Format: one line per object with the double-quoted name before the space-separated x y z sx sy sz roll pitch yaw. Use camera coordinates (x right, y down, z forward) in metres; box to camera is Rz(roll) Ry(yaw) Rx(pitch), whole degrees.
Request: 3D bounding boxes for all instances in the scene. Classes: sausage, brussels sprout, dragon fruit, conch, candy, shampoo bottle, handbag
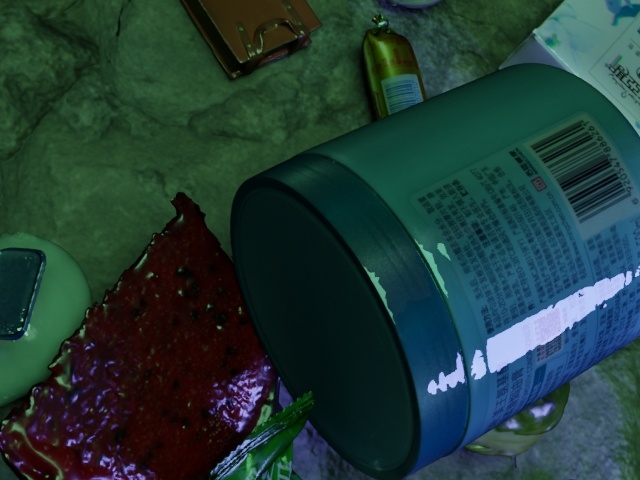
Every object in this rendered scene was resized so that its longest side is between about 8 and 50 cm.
"sausage" 0.112 -0.112 1.534 0.082 0.082 0.372 -8 75 -21
"brussels sprout" 0.211 0.175 1.442 0.145 0.131 0.183 46 50 -11
"dragon fruit" -0.173 0.160 1.329 0.282 0.100 0.343 48 62 -22
"conch" -0.347 0.084 1.303 0.185 0.121 0.221 34 67 26
"candy" -0.067 0.252 1.301 0.078 0.203 0.141 25 51 19
"shampoo bottle" 0.136 0.022 1.275 0.342 0.331 0.331 -26 83 -23
"handbag" -0.100 -0.303 1.531 0.127 0.063 0.190 -28 81 -25

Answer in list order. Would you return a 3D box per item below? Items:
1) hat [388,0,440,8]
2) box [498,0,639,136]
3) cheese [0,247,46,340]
"hat" 0.134 -0.351 1.629 0.166 0.081 0.122 -8 36 -36
"box" 0.407 -0.215 1.645 0.274 0.116 0.203 45 66 -1
"cheese" -0.421 0.042 1.236 0.320 0.083 0.204 2 67 21
